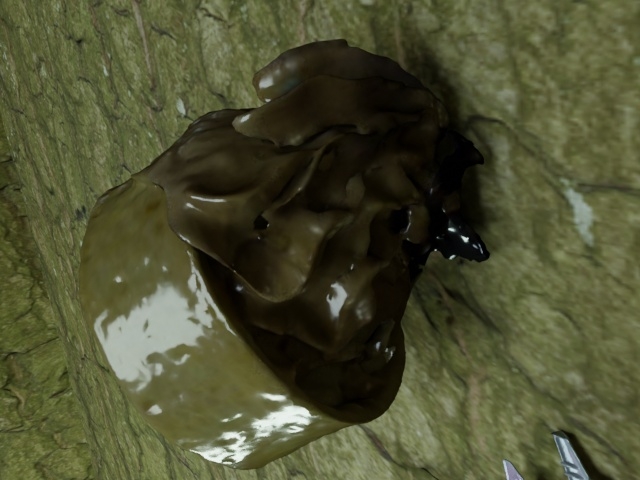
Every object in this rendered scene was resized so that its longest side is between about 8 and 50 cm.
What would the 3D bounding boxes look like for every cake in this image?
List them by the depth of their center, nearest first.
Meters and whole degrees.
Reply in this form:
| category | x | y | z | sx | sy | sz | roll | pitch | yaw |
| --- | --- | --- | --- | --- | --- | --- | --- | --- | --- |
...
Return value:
| category | x | y | z | sx | sy | sz | roll | pitch | yaw |
| --- | --- | --- | --- | --- | --- | --- | --- | --- | --- |
| cake | 0.000 | 0.005 | 0.675 | 0.321 | 0.332 | 0.332 | -33 | 76 | 26 |

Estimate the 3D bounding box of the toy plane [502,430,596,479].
| category | x | y | z | sx | sy | sz | roll | pitch | yaw |
| --- | --- | --- | --- | --- | --- | --- | --- | --- | --- |
| toy plane | 0.224 | 0.256 | 0.644 | 0.171 | 0.065 | 0.162 | 16 | 108 | 58 |
